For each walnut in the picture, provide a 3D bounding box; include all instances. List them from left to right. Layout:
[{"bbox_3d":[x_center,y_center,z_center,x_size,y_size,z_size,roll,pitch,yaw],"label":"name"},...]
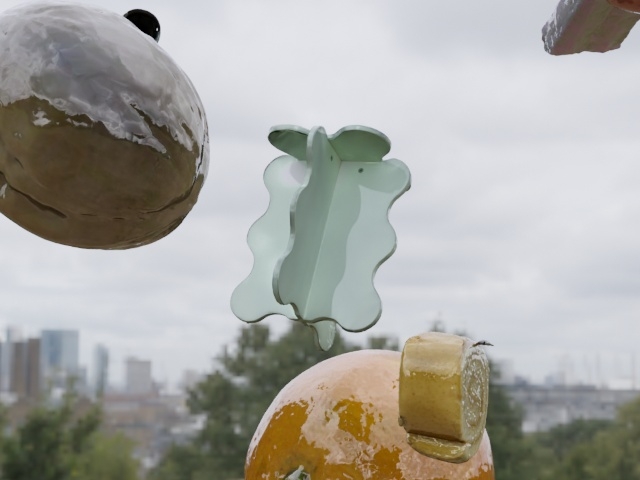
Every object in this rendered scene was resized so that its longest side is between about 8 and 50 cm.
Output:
[{"bbox_3d":[-0.137,-0.066,0.787,0.162,0.140,0.140,28,-2,9],"label":"walnut"}]

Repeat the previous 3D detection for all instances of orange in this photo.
[{"bbox_3d":[0.059,0.284,1.639,0.312,0.312,0.312,0,-6,0],"label":"orange"}]

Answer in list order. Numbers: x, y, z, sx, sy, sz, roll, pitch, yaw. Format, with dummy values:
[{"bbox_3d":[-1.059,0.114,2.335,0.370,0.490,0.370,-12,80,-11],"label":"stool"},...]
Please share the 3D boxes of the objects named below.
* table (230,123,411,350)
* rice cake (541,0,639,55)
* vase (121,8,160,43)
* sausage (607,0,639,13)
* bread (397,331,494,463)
[{"bbox_3d":[0.000,0.000,1.397,0.166,0.198,0.166,12,-24,5],"label":"table"},{"bbox_3d":[0.355,-0.310,1.605,0.106,0.050,0.298,-8,-21,-15],"label":"rice cake"},{"bbox_3d":[-0.252,-0.275,1.838,0.059,0.059,0.167,2,2,-13],"label":"vase"},{"bbox_3d":[0.387,-0.277,1.503,0.154,0.062,0.062,6,-8,-15],"label":"sausage"},{"bbox_3d":[0.123,0.150,1.294,0.073,0.122,0.149,4,-5,18],"label":"bread"}]
